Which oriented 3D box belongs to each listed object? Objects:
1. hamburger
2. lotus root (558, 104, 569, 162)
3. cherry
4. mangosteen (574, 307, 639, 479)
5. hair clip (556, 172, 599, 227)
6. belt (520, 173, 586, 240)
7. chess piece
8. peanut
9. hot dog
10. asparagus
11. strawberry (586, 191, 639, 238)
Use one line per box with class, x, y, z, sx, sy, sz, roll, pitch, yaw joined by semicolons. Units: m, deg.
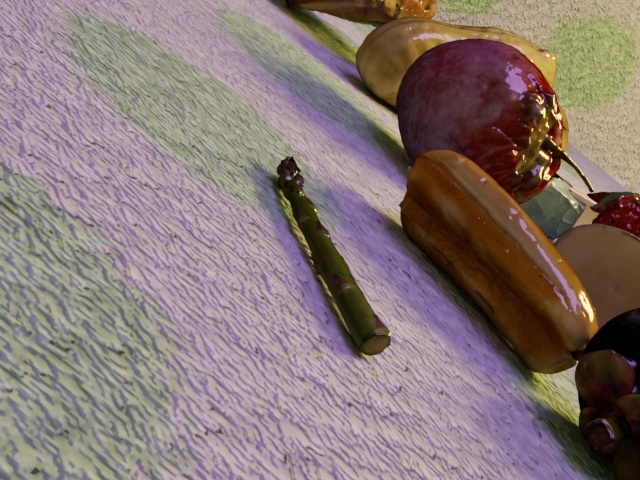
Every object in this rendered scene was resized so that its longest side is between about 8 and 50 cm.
hamburger;0.053;-0.402;1.634;0.286;0.146;0.243;6;1;-6
lotus root;0.321;-0.169;1.707;0.146;0.130;0.303;32;20;-3
cherry;0.176;-0.140;1.233;0.192;0.175;0.249;37;12;-42
mangosteen;0.241;0.120;0.778;0.151;0.137;0.137;-19;55;-38
hair clip;0.472;0.015;1.625;0.331;0.085;0.101;29;15;-10
belt;0.271;-0.085;1.465;0.198;0.078;0.151;47;16;22
chess piece;0.353;0.057;1.225;0.139;0.124;0.307;10;0;23
peanut;0.192;-0.236;1.523;0.319;0.147;0.147;0;35;-27
hot dog;0.149;0.006;0.907;0.076;0.102;0.249;-18;49;-28
asparagus;0.000;0.000;0.737;0.248;0.024;0.025;-117;-166;-55
strawberry;0.433;0.044;1.429;0.174;0.098;0.228;14;-56;62
